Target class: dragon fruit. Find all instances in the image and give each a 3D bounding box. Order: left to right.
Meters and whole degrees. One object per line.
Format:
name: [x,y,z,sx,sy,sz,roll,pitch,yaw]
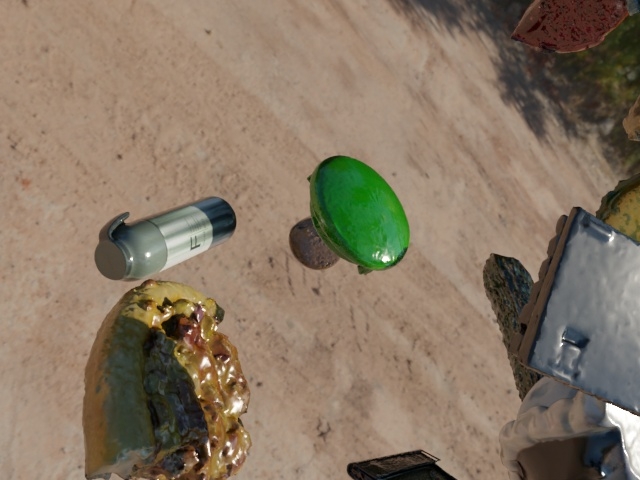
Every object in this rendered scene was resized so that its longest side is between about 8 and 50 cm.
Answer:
dragon fruit: [0.458,-0.442,1.138,0.134,0.262,0.211,28,62,-4]

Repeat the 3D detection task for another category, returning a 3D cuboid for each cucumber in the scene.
cucumber: [0.329,0.161,1.071,0.096,0.096,0.359,29,40,-37]

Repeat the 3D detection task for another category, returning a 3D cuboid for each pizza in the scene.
pizza: [-0.175,0.184,0.850,0.409,0.114,0.277,-49,116,-76]

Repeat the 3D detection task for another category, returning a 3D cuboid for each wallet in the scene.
wallet: [0.154,0.391,1.121,0.133,0.039,0.243,33,8,34]

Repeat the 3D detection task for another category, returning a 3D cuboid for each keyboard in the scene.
keyboard: [0.245,0.086,0.443,0.317,0.027,0.106,26,81,-26]

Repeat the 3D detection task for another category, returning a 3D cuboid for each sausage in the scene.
sausage: [0.000,0.000,1.525,0.123,0.123,0.253,58,8,-1]

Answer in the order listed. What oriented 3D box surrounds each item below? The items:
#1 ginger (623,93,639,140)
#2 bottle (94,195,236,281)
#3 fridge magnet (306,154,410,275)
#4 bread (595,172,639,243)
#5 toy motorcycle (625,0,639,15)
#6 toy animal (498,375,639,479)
ginger: [0.512,-0.196,0.988,0.065,0.149,0.258,33,18,-2]
bottle: [-0.218,-0.012,0.999,0.254,0.080,0.095,-30,106,-59]
fridge magnet: [0.062,-0.044,1.122,0.208,0.088,0.207,24,49,-31]
bread: [0.447,-0.011,0.735,0.133,0.252,0.174,11,62,-46]
toy motorcycle: [0.415,-0.285,0.789,0.169,0.113,0.315,10,72,-58]
toy animal: [0.300,0.203,0.742,0.204,0.156,0.208,-47,113,-31]
